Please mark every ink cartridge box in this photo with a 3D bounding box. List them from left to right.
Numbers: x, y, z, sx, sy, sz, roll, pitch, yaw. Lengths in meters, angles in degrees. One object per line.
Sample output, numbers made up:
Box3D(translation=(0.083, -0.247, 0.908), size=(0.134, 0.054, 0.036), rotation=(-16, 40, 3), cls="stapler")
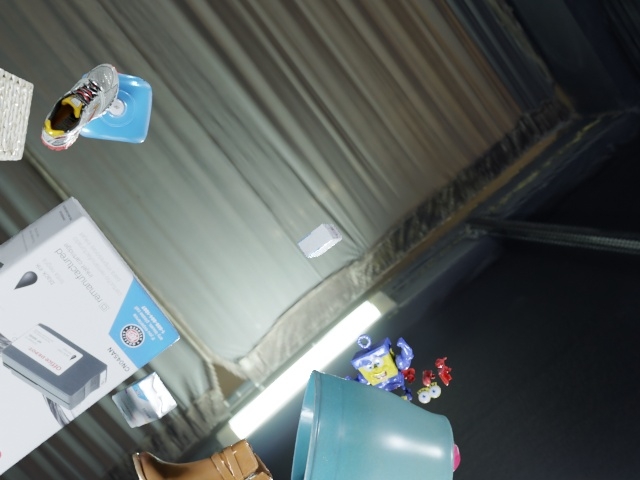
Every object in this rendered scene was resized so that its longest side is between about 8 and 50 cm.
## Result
Box3D(translation=(-0.492, 0.163, 1.245), size=(0.395, 0.285, 0.166), rotation=(-38, -153, -11), cls="ink cartridge box")
Box3D(translation=(-0.453, 0.410, 1.863), size=(0.061, 0.104, 0.181), rotation=(-34, -177, -42), cls="ink cartridge box")
Box3D(translation=(0.000, 0.000, 1.953), size=(0.088, 0.052, 0.122), rotation=(-37, 171, 12), cls="ink cartridge box")

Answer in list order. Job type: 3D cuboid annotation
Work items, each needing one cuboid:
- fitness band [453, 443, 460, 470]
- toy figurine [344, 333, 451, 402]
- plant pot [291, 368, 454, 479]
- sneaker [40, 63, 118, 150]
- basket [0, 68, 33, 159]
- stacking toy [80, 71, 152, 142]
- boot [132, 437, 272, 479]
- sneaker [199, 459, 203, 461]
Box3D(translation=(0.205, 0.528, 1.734), size=(0.209, 0.054, 0.291), rotation=(-6, -175, 43), cls="fitness band")
Box3D(translation=(0.146, 0.345, 1.978), size=(0.362, 0.217, 0.191), rotation=(-28, -167, 21), cls="toy figurine")
Box3D(translation=(0.091, 0.382, 1.285), size=(0.271, 0.255, 0.271), rotation=(-170, -90, -86), cls="plant pot")
Box3D(translation=(-0.514, -0.293, 1.576), size=(0.225, 0.088, 0.093), rotation=(-57, -170, -16), cls="sneaker")
Box3D(translation=(-0.623, -0.234, 1.369), size=(0.113, 0.167, 0.103), rotation=(4, 173, 32), cls="basket")
Box3D(translation=(-0.555, -0.356, 1.897), size=(0.302, 0.175, 0.166), rotation=(28, -68, 62), cls="stacking toy")
Box3D(translation=(-0.250, 0.500, 1.572), size=(0.220, 0.283, 0.109), rotation=(-34, -153, -2), cls="boot")
Box3D(translation=(-0.351, 0.696, 1.980), size=(0.087, 0.092, 0.228), rotation=(32, -100, 29), cls="sneaker")
